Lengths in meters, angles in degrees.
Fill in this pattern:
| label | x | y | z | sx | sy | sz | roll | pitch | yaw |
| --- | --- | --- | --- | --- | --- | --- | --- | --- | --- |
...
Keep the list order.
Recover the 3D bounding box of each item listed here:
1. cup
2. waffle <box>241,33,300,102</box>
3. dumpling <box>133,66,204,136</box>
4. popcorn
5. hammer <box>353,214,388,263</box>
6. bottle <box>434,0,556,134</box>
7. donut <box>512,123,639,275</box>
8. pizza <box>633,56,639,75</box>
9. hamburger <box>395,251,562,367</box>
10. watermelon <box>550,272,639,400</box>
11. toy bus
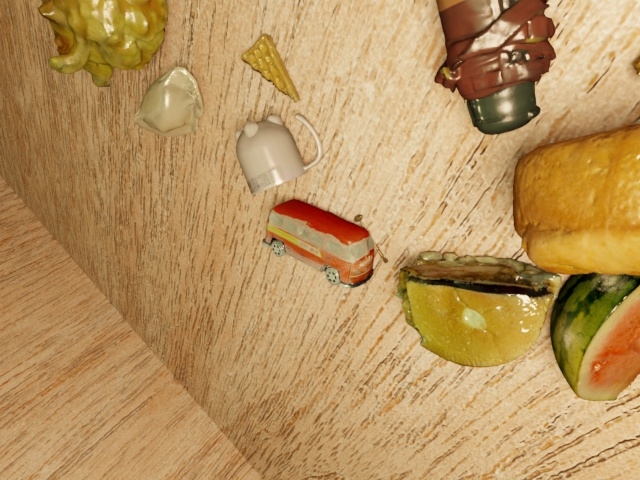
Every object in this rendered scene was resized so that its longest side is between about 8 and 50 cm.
| label | x | y | z | sx | sy | sz | roll | pitch | yaw |
| --- | --- | --- | --- | --- | --- | --- | --- | --- | --- |
| cup | -0.101 | -0.193 | 0.894 | 0.173 | 0.134 | 0.142 | -10 | 105 | 45 |
| waffle | -0.106 | -0.348 | 0.887 | 0.097 | 0.023 | 0.153 | -19 | 102 | 47 |
| dumpling | -0.375 | -0.337 | 1.068 | 0.151 | 0.124 | 0.229 | 32 | 136 | -31 |
| popcorn | -0.492 | -0.535 | 0.955 | 0.279 | 0.274 | 0.336 | -5 | 122 | 12 |
| hammer | 0.112 | -0.002 | 0.908 | 0.123 | 0.014 | 0.029 | 57 | 147 | -4 |
| bottle | 0.222 | -0.279 | 0.559 | 0.156 | 0.143 | 0.271 | -2 | 114 | 41 |
| donut | 0.381 | -0.059 | 0.459 | 0.317 | 0.299 | 0.150 | -12 | 96 | 11 |
| pizza | 0.458 | -0.212 | 0.469 | 0.160 | 0.035 | 0.099 | -16 | 103 | 45 |
| hamburger | 0.264 | 0.123 | 0.737 | 0.288 | 0.167 | 0.192 | 6 | 117 | 38 |
| watermelon | 0.435 | 0.128 | 0.664 | 0.128 | 0.159 | 0.304 | -118 | 25 | -56 |
| toy bus | 0.000 | 0.000 | 0.927 | 0.265 | 0.121 | 0.120 | 26 | 124 | 29 |
